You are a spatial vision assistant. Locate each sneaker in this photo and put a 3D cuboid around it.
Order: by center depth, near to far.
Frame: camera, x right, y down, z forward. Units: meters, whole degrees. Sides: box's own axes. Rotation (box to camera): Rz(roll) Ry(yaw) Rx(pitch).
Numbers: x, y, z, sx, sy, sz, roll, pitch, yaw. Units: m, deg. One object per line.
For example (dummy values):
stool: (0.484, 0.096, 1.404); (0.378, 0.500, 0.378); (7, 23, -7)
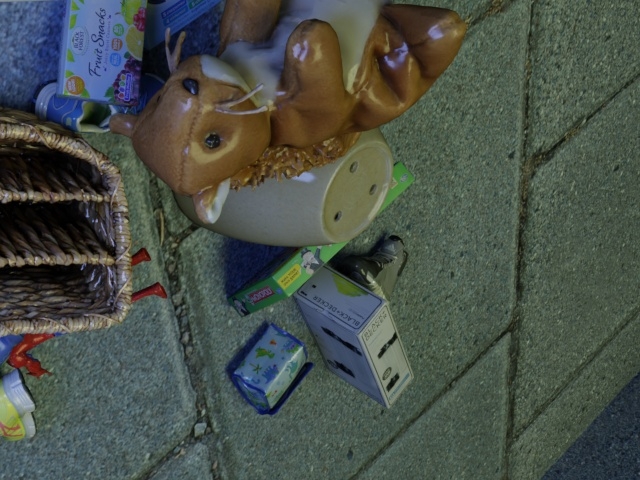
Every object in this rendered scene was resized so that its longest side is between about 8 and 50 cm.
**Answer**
sneaker: (-0.278, -0.176, 1.597); (0.211, 0.081, 0.080); (-21, 131, -45)
sneaker: (-0.450, 0.238, 1.662); (0.094, 0.081, 0.208); (-25, 162, -21)
sneaker: (0.107, 0.037, 2.311); (0.132, 0.086, 0.228); (-60, 158, -10)

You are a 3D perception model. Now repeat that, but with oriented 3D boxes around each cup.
cup: (-0.029, -0.121, 1.841); (0.331, 0.237, 0.331); (-34, 139, -36)

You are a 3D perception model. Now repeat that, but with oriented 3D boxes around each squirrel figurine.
squirrel figurine: (-0.074, -0.163, 1.515); (0.370, 0.281, 0.397); (-43, 170, -26)

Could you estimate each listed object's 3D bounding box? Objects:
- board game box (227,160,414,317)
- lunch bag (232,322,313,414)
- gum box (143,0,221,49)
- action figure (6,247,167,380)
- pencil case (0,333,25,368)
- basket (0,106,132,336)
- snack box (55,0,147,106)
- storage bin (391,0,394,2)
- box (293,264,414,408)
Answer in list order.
board game box: (0.000, 0.000, 2.033); (0.317, 0.046, 0.213); (-42, -175, -27)
lunch bag: (-0.084, 0.245, 2.197); (0.129, 0.096, 0.151); (-51, 161, -19)
gum box: (-0.201, -0.370, 1.587); (0.157, 0.041, 0.184); (-40, 142, -26)
action figure: (-0.351, 0.112, 1.685); (0.280, 0.091, 0.139); (-25, 168, -3)
pencil case: (-0.516, 0.198, 1.535); (0.306, 0.133, 0.119); (-54, -169, -9)
basket: (-0.372, -0.029, 1.395); (0.299, 0.223, 0.213); (1, 115, -36)
snack box: (-0.276, -0.245, 1.511); (0.100, 0.037, 0.141); (5, 89, -27)
storage bin: (0.055, -0.436, 1.813); (0.084, 0.122, 0.180); (-15, 126, -49)
box: (0.067, 0.184, 2.279); (0.087, 0.169, 0.290); (-48, 145, -18)
